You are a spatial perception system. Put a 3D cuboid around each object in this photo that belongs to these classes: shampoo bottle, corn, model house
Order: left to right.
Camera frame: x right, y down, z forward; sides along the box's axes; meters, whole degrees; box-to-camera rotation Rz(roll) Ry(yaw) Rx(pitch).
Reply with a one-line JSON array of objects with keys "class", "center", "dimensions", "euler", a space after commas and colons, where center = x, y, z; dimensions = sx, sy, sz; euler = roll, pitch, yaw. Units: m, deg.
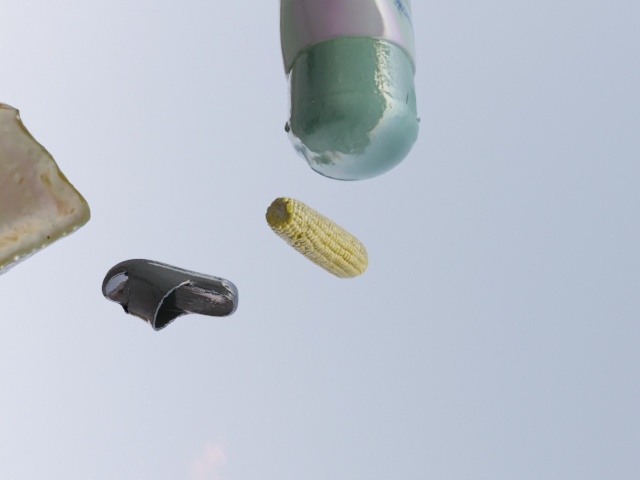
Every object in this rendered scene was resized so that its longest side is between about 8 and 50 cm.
[{"class": "model house", "center": [-0.369, -0.022, 0.684], "dimensions": [0.268, 0.239, 0.173], "euler": [-23, -111, 34]}, {"class": "corn", "center": [0.000, 0.000, 1.019], "dimensions": [0.067, 0.206, 0.067], "euler": [-18, -123, 31]}, {"class": "shampoo bottle", "center": [0.032, -0.234, 0.835], "dimensions": [0.151, 0.222, 0.349], "euler": [-8, -113, 17]}]

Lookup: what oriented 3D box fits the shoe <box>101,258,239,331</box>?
[{"class": "shoe", "center": [-0.264, 0.106, 1.257], "dimensions": [0.093, 0.241, 0.108], "euler": [-87, -172, -48]}]
